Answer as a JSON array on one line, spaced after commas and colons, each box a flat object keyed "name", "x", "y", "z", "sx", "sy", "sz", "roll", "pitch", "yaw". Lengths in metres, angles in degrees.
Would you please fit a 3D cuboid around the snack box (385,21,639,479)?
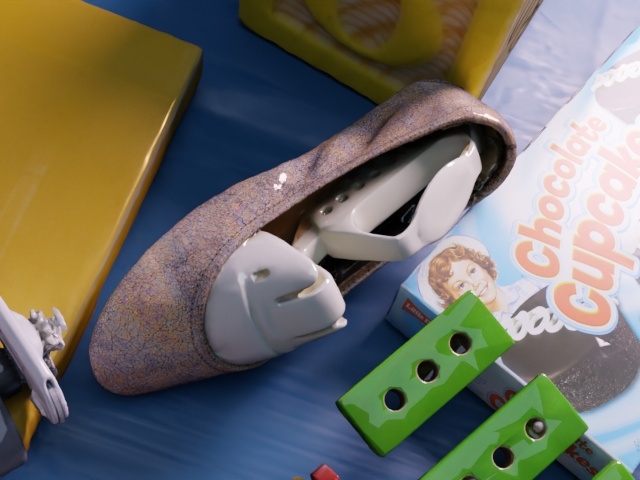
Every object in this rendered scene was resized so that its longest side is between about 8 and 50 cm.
[{"name": "snack box", "x": 0.215, "y": -0.003, "z": 0.893, "sx": 0.187, "sy": 0.060, "sz": 0.322, "roll": 39, "pitch": 63, "yaw": 11}]

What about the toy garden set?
[{"name": "toy garden set", "x": 0.090, "y": 0.188, "z": 0.767, "sx": 0.203, "sy": 0.049, "sz": 0.244, "roll": -39, "pitch": 86, "yaw": -13}]

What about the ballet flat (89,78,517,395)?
[{"name": "ballet flat", "x": 0.000, "y": 0.000, "z": 0.800, "sx": 0.316, "sy": 0.108, "sz": 0.106, "roll": -39, "pitch": 40, "yaw": -19}]

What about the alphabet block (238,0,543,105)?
[{"name": "alphabet block", "x": 0.077, "y": -0.227, "z": 0.911, "sx": 0.193, "sy": 0.192, "sz": 0.197, "roll": 30, "pitch": 62, "yaw": 7}]

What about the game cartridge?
[{"name": "game cartridge", "x": -0.263, "y": -0.042, "z": 0.830, "sx": 0.285, "sy": 0.053, "sz": 0.324, "roll": 21, "pitch": 63, "yaw": 0}]

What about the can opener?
[{"name": "can opener", "x": -0.232, "y": 0.001, "z": 0.744, "sx": 0.093, "sy": 0.074, "sz": 0.280, "roll": -28, "pitch": 72, "yaw": -20}]
